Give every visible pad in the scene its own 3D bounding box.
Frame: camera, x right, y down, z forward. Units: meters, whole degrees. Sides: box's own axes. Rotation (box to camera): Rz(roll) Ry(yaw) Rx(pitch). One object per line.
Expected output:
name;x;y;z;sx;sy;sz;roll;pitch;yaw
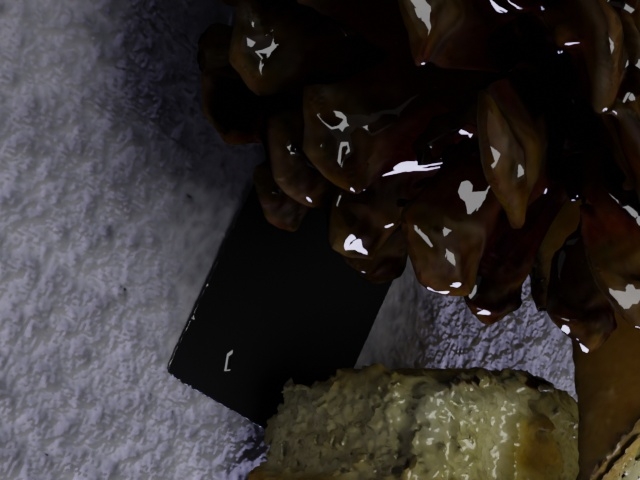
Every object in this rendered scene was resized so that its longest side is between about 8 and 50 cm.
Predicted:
pad;0.000;0.000;1.160;0.159;0.009;0.265;36;73;-43

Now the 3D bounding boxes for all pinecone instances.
pinecone;0.093;-0.107;0.984;0.384;0.384;0.384;-10;104;-44

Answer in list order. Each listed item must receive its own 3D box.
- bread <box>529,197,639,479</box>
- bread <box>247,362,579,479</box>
bread;0.207;0.048;1.203;0.279;0.315;0.248;-55;134;-6
bread;0.076;0.147;1.149;0.245;0.174;0.121;7;76;-52
